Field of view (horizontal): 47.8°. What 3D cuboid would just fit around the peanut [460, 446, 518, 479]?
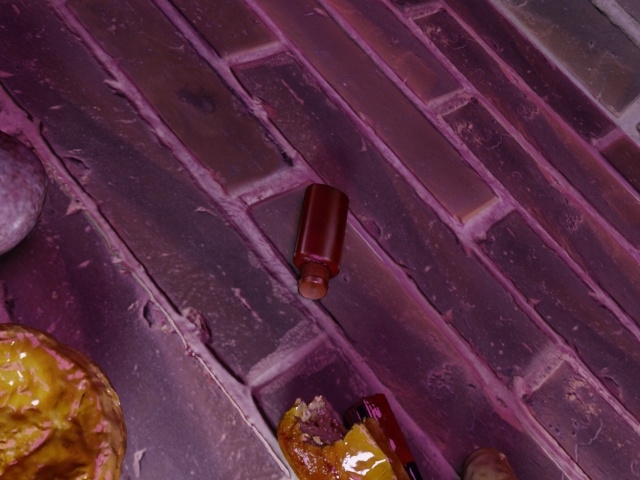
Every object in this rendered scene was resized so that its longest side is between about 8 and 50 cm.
[{"bbox_3d":[0.289,0.475,1.238,0.101,0.117,0.263,10,51,5],"label":"peanut"}]

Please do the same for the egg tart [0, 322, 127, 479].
[{"bbox_3d":[-0.432,0.272,0.965,0.341,0.129,0.341,15,51,-19],"label":"egg tart"}]

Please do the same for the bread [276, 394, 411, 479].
[{"bbox_3d":[0.071,0.403,1.116,0.109,0.185,0.380,-13,62,-44],"label":"bread"}]

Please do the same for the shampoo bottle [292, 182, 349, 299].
[{"bbox_3d":[0.000,0.000,1.474,0.102,0.064,0.260,22,47,-15],"label":"shampoo bottle"}]

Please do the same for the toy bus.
[{"bbox_3d":[0.116,0.380,1.222,0.073,0.096,0.235,-7,58,-31],"label":"toy bus"}]

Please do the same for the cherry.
[{"bbox_3d":[-0.555,-0.068,1.109,0.230,0.203,0.300,33,46,-9],"label":"cherry"}]
